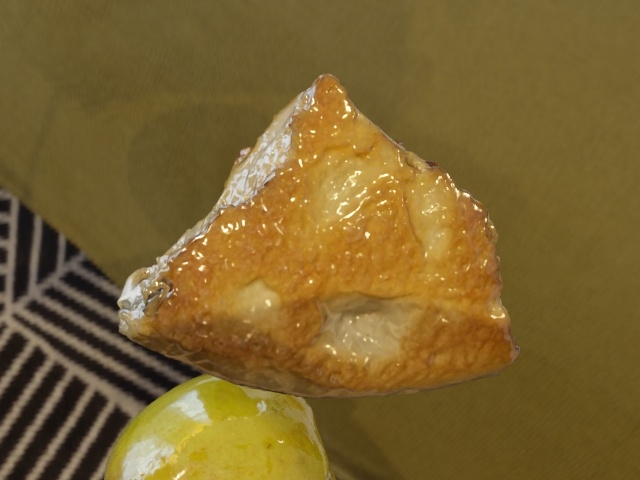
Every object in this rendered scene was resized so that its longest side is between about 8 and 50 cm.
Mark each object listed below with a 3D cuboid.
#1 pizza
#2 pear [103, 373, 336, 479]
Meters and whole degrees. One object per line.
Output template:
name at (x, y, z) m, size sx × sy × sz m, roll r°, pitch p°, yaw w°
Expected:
pizza at (0.000, 0.000, 0.638) m, size 0.182 × 0.161 × 0.062 m, roll -4°, pitch 31°, yaw -10°
pear at (-0.086, 0.208, 1.221) m, size 0.199 × 0.200 × 0.200 m, roll 2°, pitch 69°, yaw -6°
